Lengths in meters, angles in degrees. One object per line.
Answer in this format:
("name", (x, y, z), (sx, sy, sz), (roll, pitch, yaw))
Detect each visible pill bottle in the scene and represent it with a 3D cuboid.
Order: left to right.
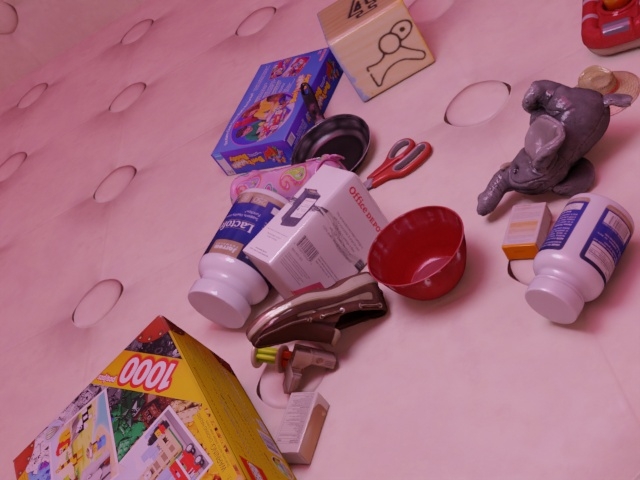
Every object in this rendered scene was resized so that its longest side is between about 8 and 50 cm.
("pill bottle", (-0.152, 0.036, 1.721), (0.153, 0.153, 0.264), (-2, 49, 39))
("pill bottle", (0.392, 0.029, 1.307), (0.112, 0.112, 0.186), (12, 57, 46))

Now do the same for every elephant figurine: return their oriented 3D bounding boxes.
("elephant figurine", (0.401, -0.146, 1.488), (0.169, 0.186, 0.239), (23, 71, 3))

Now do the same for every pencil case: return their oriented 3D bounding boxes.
("pencil case", (-0.062, -0.108, 1.816), (0.284, 0.124, 0.124), (-8, 45, 43))

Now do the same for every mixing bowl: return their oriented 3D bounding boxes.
("mixing bowl", (0.183, 0.038, 1.484), (0.182, 0.098, 0.181), (-23, 37, 19))

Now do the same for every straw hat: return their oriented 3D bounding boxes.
("straw hat", (0.519, -0.295, 1.601), (0.145, 0.061, 0.144), (-23, 38, 19))

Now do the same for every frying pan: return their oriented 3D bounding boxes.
("frying pan", (-0.009, -0.227, 1.942), (0.197, 0.053, 0.326), (-45, 45, -4))

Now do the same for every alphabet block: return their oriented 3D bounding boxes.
("alphabet block", (0.129, -0.484, 2.030), (0.197, 0.192, 0.193), (-28, 39, 11))

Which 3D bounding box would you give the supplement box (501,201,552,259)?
("supplement box", (0.352, -0.016, 1.453), (0.062, 0.036, 0.098), (-5, 47, 37))

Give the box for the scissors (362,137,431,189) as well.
("scissors", (0.103, -0.116, 1.786), (0.297, 0.021, 0.109), (-40, 36, -4))

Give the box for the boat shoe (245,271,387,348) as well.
("boat shoe", (0.002, 0.138, 1.476), (0.258, 0.095, 0.095), (-23, 65, -18))

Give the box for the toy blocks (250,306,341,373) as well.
("toy blocks", (-0.040, 0.185, 1.546), (0.148, 0.054, 0.123), (5, 61, 24))

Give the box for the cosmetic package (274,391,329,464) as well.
("cosmetic package", (-0.033, 0.310, 1.412), (0.060, 0.041, 0.115), (-8, 45, 35))

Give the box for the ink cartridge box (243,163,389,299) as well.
("ink cartridge box", (0.000, 0.000, 1.615), (0.237, 0.172, 0.100), (-48, 37, -14))

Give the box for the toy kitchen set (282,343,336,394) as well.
("toy kitchen set", (-0.020, 0.237, 1.480), (0.068, 0.075, 0.083), (-110, 36, -70))

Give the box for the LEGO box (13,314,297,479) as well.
("LEGO box", (-0.251, 0.410, 1.322), (0.372, 0.193, 0.500), (-45, 36, 1))

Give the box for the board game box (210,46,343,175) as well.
("board game box", (-0.103, -0.326, 2.142), (0.233, 0.078, 0.347), (-6, 46, 35))

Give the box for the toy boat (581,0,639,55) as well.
("toy boat", (0.581, -0.487, 1.684), (0.151, 0.151, 0.231), (-12, 43, 30))
